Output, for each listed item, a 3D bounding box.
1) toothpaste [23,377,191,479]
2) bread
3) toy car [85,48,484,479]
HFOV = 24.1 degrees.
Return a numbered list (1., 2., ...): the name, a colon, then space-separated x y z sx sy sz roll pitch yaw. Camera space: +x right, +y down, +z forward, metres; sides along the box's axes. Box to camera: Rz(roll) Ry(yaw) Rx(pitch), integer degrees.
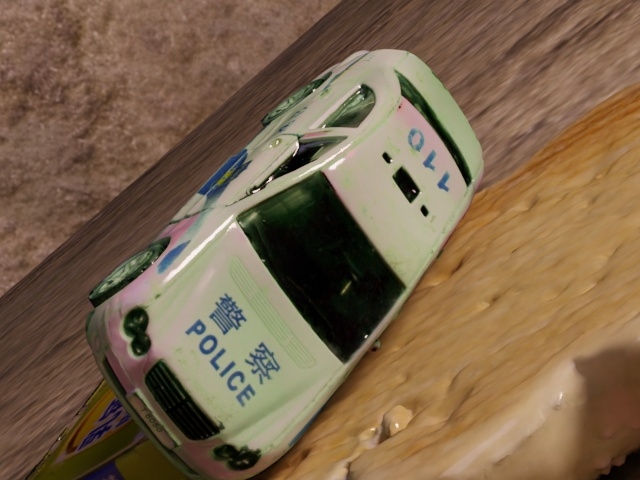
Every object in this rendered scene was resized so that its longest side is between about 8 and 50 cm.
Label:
1. toothpaste: -0.042 0.062 0.779 0.110 0.077 0.327 -31 14 28
2. bread: 0.093 0.020 0.572 0.316 0.054 0.316 -36 12 9
3. toy car: 0.000 0.000 0.591 0.076 0.090 0.224 -25 17 40
